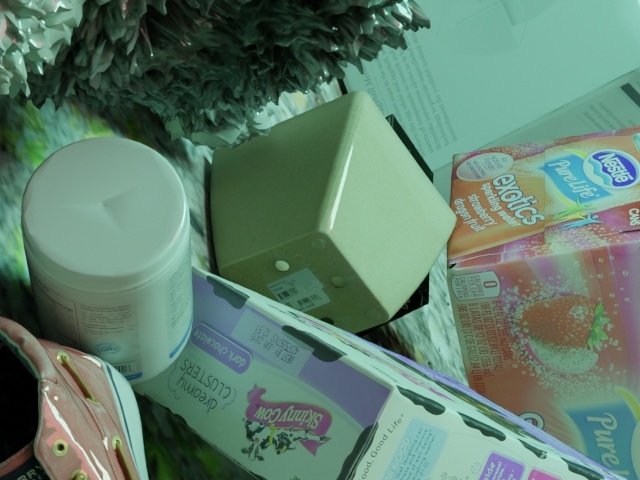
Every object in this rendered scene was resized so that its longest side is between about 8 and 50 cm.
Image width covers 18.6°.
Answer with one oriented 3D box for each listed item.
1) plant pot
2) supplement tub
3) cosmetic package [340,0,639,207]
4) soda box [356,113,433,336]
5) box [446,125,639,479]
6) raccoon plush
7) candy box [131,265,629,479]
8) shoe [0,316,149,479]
[{"bbox_3d":[0.000,0.000,1.104,0.109,0.109,0.096,52,33,-29],"label":"plant pot"},{"bbox_3d":[-0.090,0.011,0.834,0.107,0.071,0.071,96,-19,-60],"label":"supplement tub"},{"bbox_3d":[0.132,-0.162,1.459,0.138,0.224,0.224,27,40,-63],"label":"cosmetic package"},{"bbox_3d":[0.037,-0.012,1.279,0.060,0.053,0.169,55,21,-24],"label":"soda box"},{"bbox_3d":[0.174,0.097,1.225,0.154,0.142,0.300,-78,157,-61],"label":"box"},{"bbox_3d":[-0.129,-0.085,0.872,0.216,0.299,0.446,56,-18,26],"label":"raccoon plush"},{"bbox_3d":[0.036,0.096,0.925,0.196,0.070,0.165,26,2,-41],"label":"candy box"},{"bbox_3d":[-0.099,0.112,0.761,0.081,0.063,0.178,35,28,-51],"label":"shoe"}]
